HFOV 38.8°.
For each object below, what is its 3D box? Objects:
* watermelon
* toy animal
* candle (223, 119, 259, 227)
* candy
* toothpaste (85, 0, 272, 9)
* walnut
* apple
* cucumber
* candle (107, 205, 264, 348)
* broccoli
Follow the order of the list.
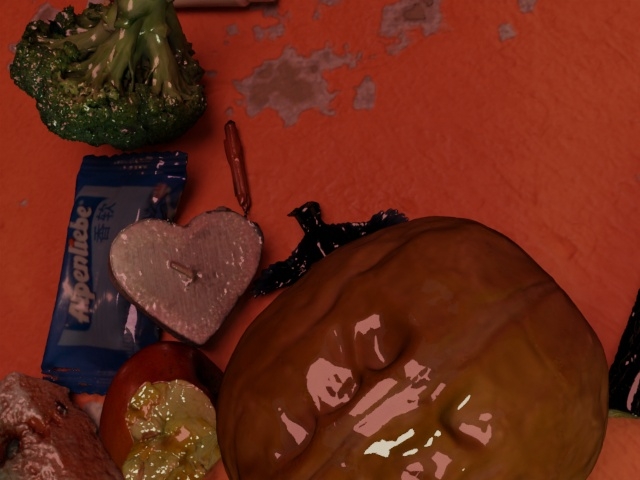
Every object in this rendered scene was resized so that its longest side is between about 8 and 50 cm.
[{"bbox_3d":[-0.335,0.273,1.125,0.154,0.094,0.241,-26,66,-2],"label":"watermelon"},{"bbox_3d":[0.000,0.000,1.144,0.220,0.062,0.108,-29,85,4],"label":"toy animal"},{"bbox_3d":[-0.108,-0.083,1.220,0.026,0.021,0.167,-29,64,34],"label":"candle"},{"bbox_3d":[-0.271,0.041,1.195,0.187,0.077,0.331,1,75,24],"label":"candy"},{"bbox_3d":[-0.210,-0.371,1.342,0.314,0.056,0.058,5,32,22],"label":"toothpaste"},{"bbox_3d":[0.086,0.170,0.911,0.398,0.308,0.354,-44,64,-4],"label":"walnut"},{"bbox_3d":[-0.180,0.207,1.067,0.158,0.156,0.147,-43,48,10],"label":"apple"},{"bbox_3d":[0.382,0.063,0.995,0.072,0.072,0.300,19,76,22],"label":"cucumber"},{"bbox_3d":[-0.163,0.050,1.128,0.192,0.068,0.169,-7,82,-16],"label":"candle"},{"bbox_3d":[-0.258,-0.237,1.187,0.270,0.270,0.270,48,129,25],"label":"broccoli"}]
